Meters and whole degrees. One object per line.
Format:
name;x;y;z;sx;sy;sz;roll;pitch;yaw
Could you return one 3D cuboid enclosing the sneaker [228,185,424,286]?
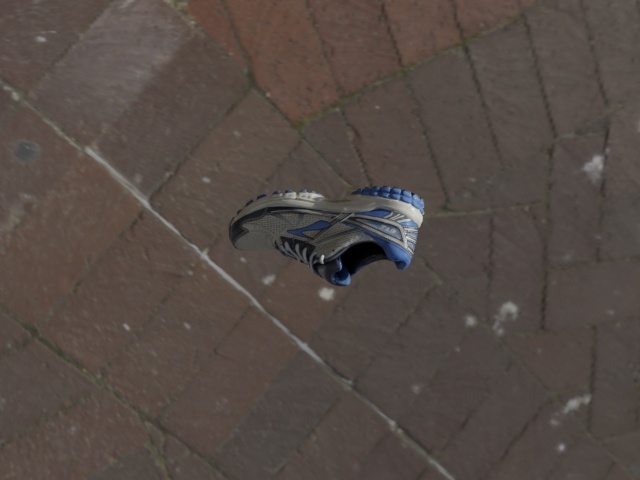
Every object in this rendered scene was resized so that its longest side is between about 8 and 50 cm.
sneaker;0.000;0.000;0.682;0.052;0.135;0.058;43;45;-59
